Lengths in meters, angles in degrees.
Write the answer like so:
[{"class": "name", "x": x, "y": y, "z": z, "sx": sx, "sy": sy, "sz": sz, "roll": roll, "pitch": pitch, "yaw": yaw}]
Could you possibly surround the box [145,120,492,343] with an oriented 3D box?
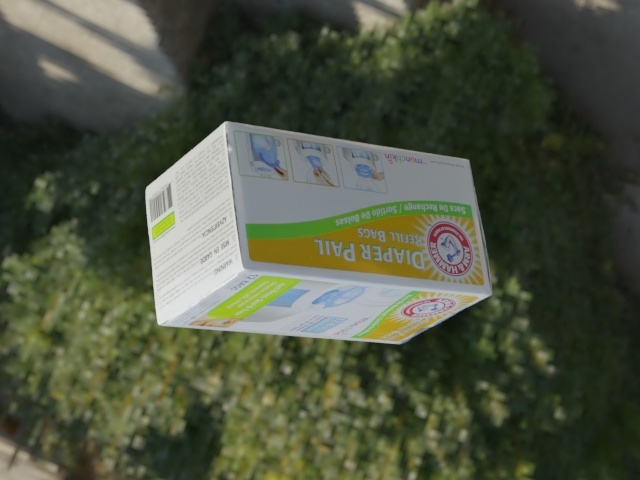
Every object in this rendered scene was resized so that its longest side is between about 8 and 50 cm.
[{"class": "box", "x": 0.000, "y": 0.000, "z": 1.127, "sx": 0.203, "sy": 0.103, "sz": 0.114, "roll": 7, "pitch": 155, "yaw": -34}]
